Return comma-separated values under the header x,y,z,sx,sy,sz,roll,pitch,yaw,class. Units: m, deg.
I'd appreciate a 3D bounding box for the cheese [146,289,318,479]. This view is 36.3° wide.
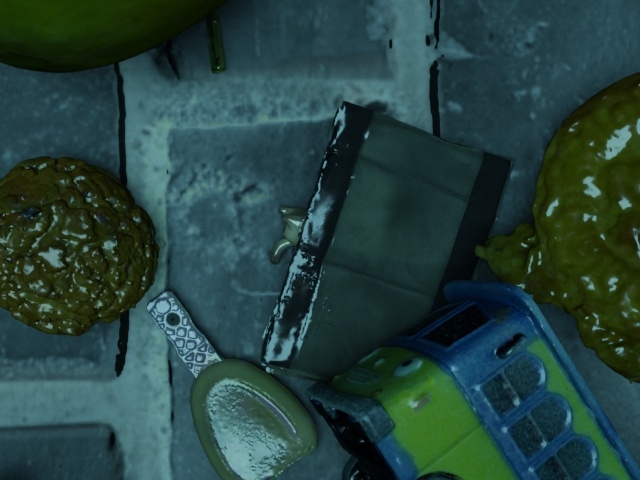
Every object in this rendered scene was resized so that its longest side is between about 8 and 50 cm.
x,y,z,sx,sy,sz,roll,pitch,yaw,class
-0.087,0.127,0.854,0.097,0.037,0.192,-36,92,3,cheese

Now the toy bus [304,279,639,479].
x,y,z,sx,sy,sz,roll,pitch,yaw,class
0.145,0.203,0.762,0.190,0.152,0.312,-35,98,-13,toy bus

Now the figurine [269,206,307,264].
x,y,z,sx,sy,sz,roll,pitch,yaw,class
0.000,0.000,0.841,0.083,0.047,0.050,8,110,-5,figurine

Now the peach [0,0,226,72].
x,y,z,sx,sy,sz,roll,pitch,yaw,class
-0.176,-0.269,0.703,0.316,0.314,0.281,-42,128,-19,peach

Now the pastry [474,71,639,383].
x,y,z,sx,sy,sz,roll,pitch,yaw,class
0.285,-0.004,0.763,0.240,0.132,0.235,39,98,29,pastry

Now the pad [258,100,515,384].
x,y,z,sx,sy,sz,roll,pitch,yaw,class
0.059,0.019,0.822,0.174,0.022,0.233,17,94,-19,pad

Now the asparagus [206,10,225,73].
x,y,z,sx,sy,sz,roll,pitch,yaw,class
-0.093,-0.201,0.839,0.015,0.014,0.114,-4,95,24,asparagus

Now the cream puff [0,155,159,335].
x,y,z,sx,sy,sz,roll,pitch,yaw,class
-0.218,0.005,0.810,0.165,0.115,0.150,3,91,3,cream puff
